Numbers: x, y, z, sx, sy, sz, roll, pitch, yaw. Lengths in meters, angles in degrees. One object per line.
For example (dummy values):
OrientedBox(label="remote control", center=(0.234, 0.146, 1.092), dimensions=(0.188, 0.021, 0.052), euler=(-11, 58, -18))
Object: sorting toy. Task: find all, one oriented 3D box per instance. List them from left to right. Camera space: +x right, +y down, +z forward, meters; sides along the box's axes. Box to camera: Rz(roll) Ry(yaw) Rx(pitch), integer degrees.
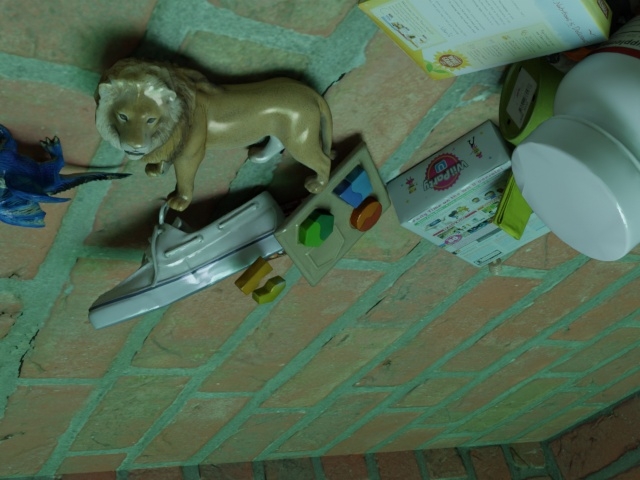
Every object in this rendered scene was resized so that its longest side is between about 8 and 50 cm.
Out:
OrientedBox(label="sorting toy", center=(0.000, 0.000, 1.297), dimensions=(0.307, 0.041, 0.229), euler=(-47, 152, -9))

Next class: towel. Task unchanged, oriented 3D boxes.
OrientedBox(label="towel", center=(0.357, -0.121, 1.283), dimensions=(0.102, 0.021, 0.237), euler=(25, 87, -47))

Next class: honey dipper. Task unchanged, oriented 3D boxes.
OrientedBox(label="honey dipper", center=(0.378, 0.027, 1.687), dimensions=(0.031, 0.030, 0.160), euler=(-18, 148, 6))

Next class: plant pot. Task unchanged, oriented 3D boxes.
OrientedBox(label="plant pot", center=(0.431, -0.194, 1.152), dimensions=(0.294, 0.274, 0.274), euler=(8, 145, -11))

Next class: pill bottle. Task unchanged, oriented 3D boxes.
OrientedBox(label="pill bottle", center=(0.432, -0.168, 0.912), dimensions=(0.408, 0.229, 0.229), euler=(-39, 151, -11))

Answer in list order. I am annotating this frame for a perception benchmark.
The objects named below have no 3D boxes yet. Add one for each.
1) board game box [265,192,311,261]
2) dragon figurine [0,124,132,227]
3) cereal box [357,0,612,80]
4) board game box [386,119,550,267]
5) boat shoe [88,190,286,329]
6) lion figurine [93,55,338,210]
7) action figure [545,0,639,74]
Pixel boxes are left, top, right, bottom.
OrientedBox(label="board game box", center=(-0.053, -0.024, 1.417), dimensions=(0.281, 0.027, 0.145), euler=(-19, 151, 6))
OrientedBox(label="dragon figurine", center=(-0.402, -0.072, 1.067), dimensions=(0.289, 0.144, 0.085), euler=(18, 137, -43))
OrientedBox(label="cereal box", center=(0.188, -0.269, 0.895), dimensions=(0.240, 0.047, 0.173), euler=(-5, 152, 42))
OrientedBox(label="board game box", center=(0.301, -0.071, 1.425), dimensions=(0.224, 0.097, 0.303), euler=(-32, 147, 25))
OrientedBox(label="boat shoe", center=(-0.234, 0.012, 1.291), dimensions=(0.367, 0.156, 0.136), euler=(-26, 178, -3))
OrientedBox(label="lion figurine", center=(-0.120, -0.166, 1.076), dimensions=(0.392, 0.142, 0.240), euler=(-15, 145, -27))
OrientedBox(label="action figure", center=(0.261, -0.313, 0.937), dimensions=(0.341, 0.178, 0.330), euler=(-25, 139, 15))
